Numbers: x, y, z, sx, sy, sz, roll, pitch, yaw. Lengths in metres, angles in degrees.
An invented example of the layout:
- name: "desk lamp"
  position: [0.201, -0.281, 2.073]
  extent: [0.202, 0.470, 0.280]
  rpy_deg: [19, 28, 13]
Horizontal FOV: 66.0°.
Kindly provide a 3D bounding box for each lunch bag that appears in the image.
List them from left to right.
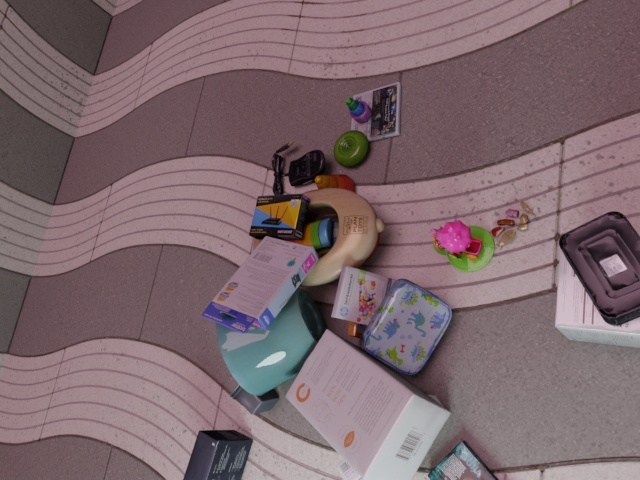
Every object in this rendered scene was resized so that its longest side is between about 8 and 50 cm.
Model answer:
- name: "lunch bag"
  position: [0.226, 0.226, 1.284]
  extent: [0.176, 0.090, 0.218]
  rpy_deg: [29, 93, 1]

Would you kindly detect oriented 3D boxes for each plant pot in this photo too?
- name: "plant pot"
  position: [-0.123, 0.267, 1.435]
  extent: [0.235, 0.293, 0.292]
  rpy_deg: [-26, 60, 13]

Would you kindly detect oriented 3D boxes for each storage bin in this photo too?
- name: "storage bin"
  position: [-0.197, 0.477, 1.500]
  extent: [0.091, 0.135, 0.098]
  rpy_deg: [42, 99, 27]
- name: "storage bin"
  position: [0.544, 0.053, 0.915]
  extent: [0.122, 0.084, 0.180]
  rpy_deg: [-31, 57, 21]

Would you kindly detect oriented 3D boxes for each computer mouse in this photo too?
- name: "computer mouse"
  position: [-0.071, -0.272, 1.727]
  extent: [0.262, 0.060, 0.183]
  rpy_deg: [-23, 65, 40]

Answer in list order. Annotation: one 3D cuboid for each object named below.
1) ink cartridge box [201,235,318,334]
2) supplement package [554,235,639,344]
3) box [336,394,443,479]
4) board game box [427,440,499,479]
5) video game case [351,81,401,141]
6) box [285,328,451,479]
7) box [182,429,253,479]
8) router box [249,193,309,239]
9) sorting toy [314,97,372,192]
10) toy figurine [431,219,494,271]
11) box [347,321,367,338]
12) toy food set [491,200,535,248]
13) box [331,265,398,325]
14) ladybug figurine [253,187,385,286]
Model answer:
- name: "ink cartridge box"
  position: [-0.163, 0.125, 1.355]
  extent: [0.186, 0.065, 0.311]
  rpy_deg: [13, 51, 37]
- name: "supplement package"
  position: [0.643, 0.110, 1.006]
  extent: [0.263, 0.199, 0.197]
  rpy_deg: [1, 73, 35]
- name: "box"
  position: [0.182, 0.515, 1.263]
  extent: [0.324, 0.063, 0.067]
  rpy_deg: [-44, 54, 14]
- name: "board game box"
  position: [0.355, 0.582, 1.143]
  extent: [0.126, 0.026, 0.186]
  rpy_deg: [-50, 53, 9]
- name: "video game case"
  position: [0.182, -0.416, 1.626]
  extent: [0.173, 0.022, 0.190]
  rpy_deg: [-7, 69, 33]
- name: "box"
  position: [0.106, 0.407, 1.227]
  extent: [0.345, 0.168, 0.214]
  rpy_deg: [27, 83, 52]
- name: "box"
  position: [-0.306, 0.662, 1.485]
  extent: [0.093, 0.158, 0.155]
  rpy_deg: [10, 79, 37]
- name: "router box"
  position: [-0.125, -0.070, 1.491]
  extent: [0.179, 0.046, 0.133]
  rpy_deg: [0, 72, 35]
- name: "sorting toy"
  position: [0.062, -0.291, 1.573]
  extent: [0.127, 0.126, 0.365]
  rpy_deg: [15, 85, 38]
- name: "toy figurine"
  position: [0.344, -0.006, 1.280]
  extent: [0.173, 0.159, 0.130]
  rpy_deg: [19, 84, 38]
- name: "box"
  position: [0.115, 0.209, 1.408]
  extent: [0.028, 0.081, 0.136]
  rpy_deg: [-5, 70, 34]
- name: "toy food set"
  position: [0.494, -0.041, 1.279]
  extent: [0.122, 0.019, 0.077]
  rpy_deg: [-44, 54, 23]
- name: "box"
  position: [0.134, 0.162, 1.356]
  extent: [0.038, 0.186, 0.145]
  rpy_deg: [161, 125, -70]
- name: "ladybug figurine"
  position: [0.000, 0.000, 1.511]
  extent: [0.450, 0.162, 0.304]
  rpy_deg: [-7, 68, 33]
